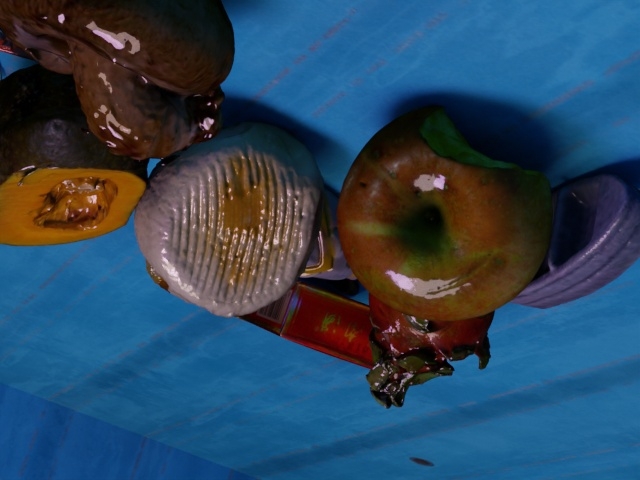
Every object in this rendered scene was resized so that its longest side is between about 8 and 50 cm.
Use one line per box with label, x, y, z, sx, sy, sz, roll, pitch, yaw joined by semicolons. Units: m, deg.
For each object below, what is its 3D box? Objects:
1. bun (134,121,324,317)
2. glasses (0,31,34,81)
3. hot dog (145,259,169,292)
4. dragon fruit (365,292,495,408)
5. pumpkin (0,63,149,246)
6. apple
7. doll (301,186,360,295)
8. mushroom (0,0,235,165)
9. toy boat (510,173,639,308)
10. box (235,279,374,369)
bun;-0.110;-0.028;1.911;0.244;0.244;0.153;25;-169;-21
glasses;-0.307;-0.163;1.876;0.268;0.118;0.234;18;158;-2
hot dog;-0.177;-0.021;2.150;0.123;0.093;0.261;-11;154;-44
dragon fruit;0.140;0.105;2.030;0.198;0.269;0.200;22;-177;-2
pumpkin;-0.325;-0.093;1.824;0.222;0.139;0.317;-1;164;-21
apple;0.144;-0.032;1.766;0.246;0.246;0.226;12;-172;14
doll;-0.003;0.003;2.086;0.316;0.103;0.145;24;151;-35
mushroom;-0.195;-0.210;1.546;0.263;0.195;0.283;11;144;38
toy boat;0.295;-0.001;1.804;0.078;0.127;0.283;23;155;-18
box;-0.007;0.112;2.257;0.197;0.089;0.313;20;179;-19
